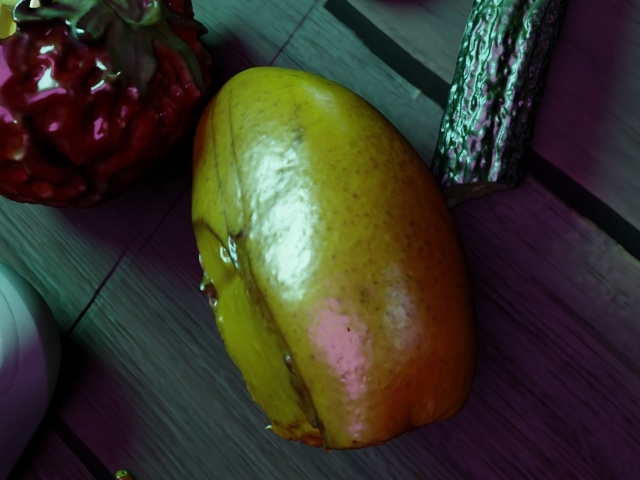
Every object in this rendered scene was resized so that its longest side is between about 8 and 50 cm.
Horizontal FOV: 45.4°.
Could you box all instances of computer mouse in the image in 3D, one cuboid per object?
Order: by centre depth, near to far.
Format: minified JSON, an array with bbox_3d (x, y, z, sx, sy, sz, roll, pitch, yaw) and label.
[{"bbox_3d":[-0.354,0.141,0.766,0.184,0.121,0.297,35,114,16],"label":"computer mouse"}]

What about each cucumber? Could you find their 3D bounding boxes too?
[{"bbox_3d":[0.147,-0.149,0.607,0.077,0.077,0.265,13,92,21],"label":"cucumber"}]

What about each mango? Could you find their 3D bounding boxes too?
[{"bbox_3d":[0.000,0.000,0.604,0.199,0.201,0.350,-21,63,1],"label":"mango"}]

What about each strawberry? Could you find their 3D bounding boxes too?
[{"bbox_3d":[-0.219,-0.096,0.662,0.280,0.253,0.150,-31,94,20],"label":"strawberry"}]

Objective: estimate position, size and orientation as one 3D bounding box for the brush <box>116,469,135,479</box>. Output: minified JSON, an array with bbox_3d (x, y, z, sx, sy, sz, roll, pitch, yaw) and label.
[{"bbox_3d":[-0.172,0.257,0.743,0.083,0.018,0.021,40,111,16],"label":"brush"}]

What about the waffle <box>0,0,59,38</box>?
[{"bbox_3d":[-0.367,-0.301,0.816,0.247,0.055,0.221,10,92,21],"label":"waffle"}]
